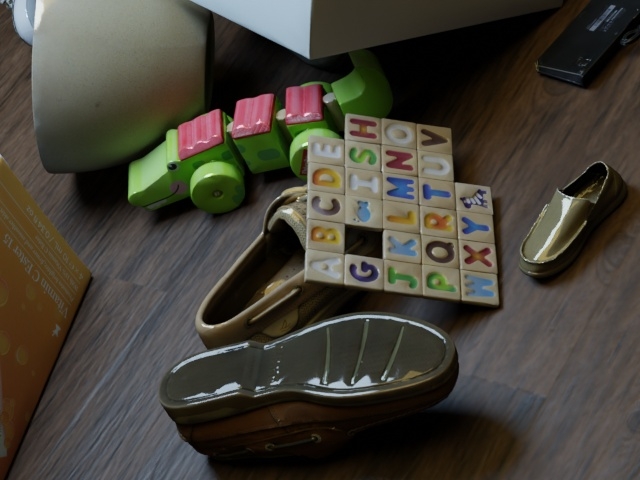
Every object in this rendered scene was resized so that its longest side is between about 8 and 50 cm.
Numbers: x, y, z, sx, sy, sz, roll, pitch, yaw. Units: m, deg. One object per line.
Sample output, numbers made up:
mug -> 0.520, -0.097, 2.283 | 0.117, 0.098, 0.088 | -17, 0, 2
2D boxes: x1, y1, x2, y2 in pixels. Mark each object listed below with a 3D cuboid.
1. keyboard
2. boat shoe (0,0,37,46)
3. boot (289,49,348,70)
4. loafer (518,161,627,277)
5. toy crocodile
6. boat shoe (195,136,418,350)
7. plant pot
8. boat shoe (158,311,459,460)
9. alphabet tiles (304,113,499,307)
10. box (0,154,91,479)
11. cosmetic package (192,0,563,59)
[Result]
keyboard -> 0.332, -0.240, 1.708 | 0.180, 0.023, 0.108 | -48, 38, -17
boat shoe -> -0.406, -0.363, 2.182 | 0.105, 0.113, 0.306 | -21, 40, 20
boot -> -0.076, -0.284, 1.871 | 0.246, 0.161, 0.083 | 35, 107, 50
loafer -> 0.247, -0.025, 1.528 | 0.056, 0.050, 0.148 | 24, 65, 43
toy crocodile -> -0.074, -0.120, 1.763 | 0.340, 0.105, 0.115 | -17, 44, 16
boat shoe -> 0.000, 0.000, 1.601 | 0.121, 0.110, 0.341 | 17, 60, 39
plant pot -> -0.228, -0.219, 1.853 | 0.190, 0.284, 0.284 | 2, 47, 1
boat shoe -> 0.000, 0.148, 1.470 | 0.307, 0.104, 0.111 | -8, 38, 26
alphabet tiles -> 0.083, -0.038, 1.577 | 0.198, 0.009, 0.237 | 7, 50, -8
box -> -0.421, 0.107, 1.662 | 0.168, 0.215, 0.345 | -4, 49, 27
cosmetic package -> 0.054, -0.320, 1.759 | 0.377, 0.097, 0.284 | -16, 30, -33
